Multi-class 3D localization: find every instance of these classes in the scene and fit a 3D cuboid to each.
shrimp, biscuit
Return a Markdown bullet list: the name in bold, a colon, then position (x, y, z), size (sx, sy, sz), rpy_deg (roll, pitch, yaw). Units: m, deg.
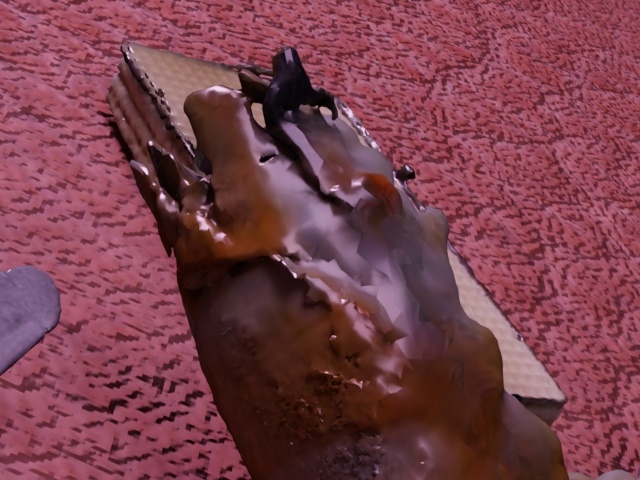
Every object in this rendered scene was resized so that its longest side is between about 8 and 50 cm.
- **shrimp**: position (0.077, 0.063, 0.469), size (0.287, 0.068, 0.185), rpy_deg (14, 57, -35)
- **biscuit**: position (0.000, 0.000, 0.573), size (0.121, 0.041, 0.199), rpy_deg (8, 35, -37)

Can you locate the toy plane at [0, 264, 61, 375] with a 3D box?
- **toy plane**: position (-0.133, 0.045, 0.274), size (0.212, 0.088, 0.267), rpy_deg (19, 29, -28)
